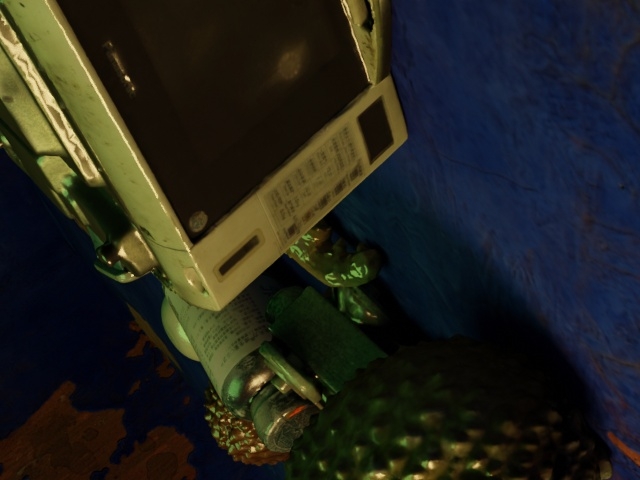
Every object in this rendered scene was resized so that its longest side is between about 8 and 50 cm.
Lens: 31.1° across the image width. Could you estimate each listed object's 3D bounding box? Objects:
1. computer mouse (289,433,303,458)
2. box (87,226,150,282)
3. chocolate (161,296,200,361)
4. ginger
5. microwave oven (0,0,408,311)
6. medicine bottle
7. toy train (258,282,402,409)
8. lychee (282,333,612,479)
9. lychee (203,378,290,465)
[{"bbox_3d":[0.104,0.302,1.259,0.311,0.071,0.158,24,-178,4],"label":"computer mouse"},{"bbox_3d":[-0.277,-0.017,1.787,0.130,0.162,0.227,67,162,-14],"label":"box"},{"bbox_3d":[-0.164,0.119,1.774,0.221,0.147,0.221,44,161,19],"label":"chocolate"},{"bbox_3d":[0.000,0.004,1.174,0.173,0.051,0.069,33,121,35],"label":"ginger"},{"bbox_3d":[-0.150,-0.191,0.789,0.333,0.247,0.394,38,160,42],"label":"microwave oven"},{"bbox_3d":[-0.089,0.129,1.475,0.293,0.141,0.141,57,171,36],"label":"medicine bottle"},{"bbox_3d":[0.067,0.169,1.220,0.304,0.150,0.221,42,173,31],"label":"toy train"},{"bbox_3d":[0.106,0.207,0.954,0.255,0.275,0.255,174,90,-84],"label":"lychee"},{"bbox_3d":[-0.068,0.219,1.634,0.200,0.238,0.200,10,110,27],"label":"lychee"}]
